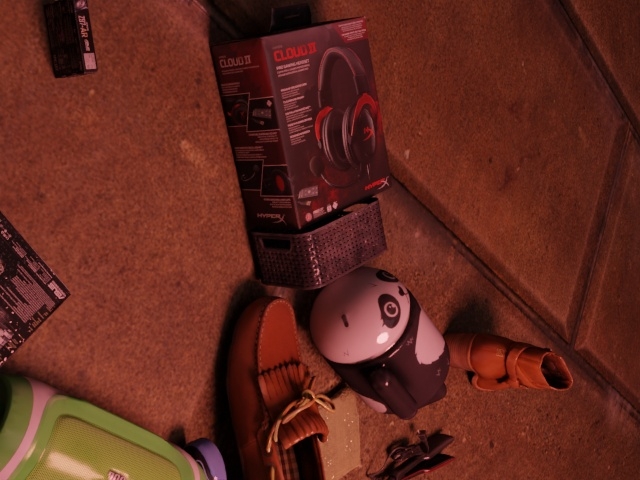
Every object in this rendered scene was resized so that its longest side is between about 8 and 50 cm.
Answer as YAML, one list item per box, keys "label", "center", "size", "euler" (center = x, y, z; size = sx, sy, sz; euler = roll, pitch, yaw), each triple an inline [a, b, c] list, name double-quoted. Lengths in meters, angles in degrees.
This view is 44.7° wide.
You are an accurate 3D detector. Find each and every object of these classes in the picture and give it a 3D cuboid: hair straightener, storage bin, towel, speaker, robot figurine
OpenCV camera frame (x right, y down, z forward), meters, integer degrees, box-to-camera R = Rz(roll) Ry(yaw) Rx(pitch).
- label: "hair straightener"
  center: [0.168, 0.389, 1.428]
  size: [0.230, 0.047, 0.089]
  euler: [-6, 97, -42]
- label: "storage bin"
  center: [0.000, 0.000, 1.151]
  size: [0.180, 0.122, 0.084]
  euler: [-25, 110, -43]
- label: "towel"
  center: [0.022, 0.322, 1.269]
  size: [0.110, 0.027, 0.148]
  euler: [-17, 106, -44]
- label: "speaker"
  center: [-0.264, 0.257, 0.884]
  size: [0.296, 0.131, 0.131]
  euler: [41, 64, -41]
- label: "robot figurine"
  center: [0.102, 0.163, 1.234]
  size: [0.173, 0.209, 0.278]
  euler: [-50, 128, -16]

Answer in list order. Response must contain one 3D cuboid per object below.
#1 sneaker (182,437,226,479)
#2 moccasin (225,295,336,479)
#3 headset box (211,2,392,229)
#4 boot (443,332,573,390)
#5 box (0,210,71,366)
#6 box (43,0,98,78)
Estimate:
- label: "sneaker"
  center: [-0.184, 0.377, 1.011]
  size: [0.090, 0.081, 0.232]
  euler: [7, 89, -54]
- label: "moccasin"
  center: [-0.045, 0.264, 1.073]
  size: [0.139, 0.147, 0.380]
  euler: [18, 63, -51]
- label: "headset box"
  center: [-0.022, -0.187, 1.122]
  size: [0.218, 0.110, 0.293]
  euler: [-25, 111, -43]
- label: "boot"
  center: [0.392, 0.245, 1.520]
  size: [0.283, 0.220, 0.109]
  euler: [35, 67, -43]
- label: "box"
  center: [-0.371, 0.040, 0.785]
  size: [0.147, 0.077, 0.180]
  euler: [-53, 128, -31]
- label: "box"
  center: [-0.280, -0.226, 0.872]
  size: [0.018, 0.067, 0.083]
  euler: [-17, 104, -44]
